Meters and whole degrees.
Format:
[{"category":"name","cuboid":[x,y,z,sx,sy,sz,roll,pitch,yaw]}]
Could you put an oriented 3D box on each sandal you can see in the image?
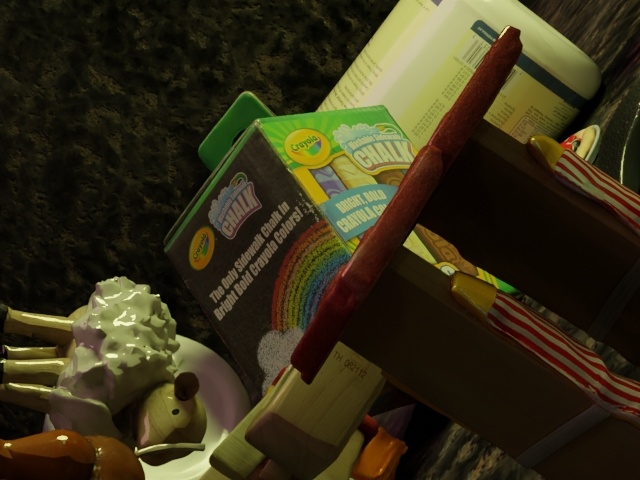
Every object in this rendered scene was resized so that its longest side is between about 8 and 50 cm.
[{"category":"sandal","cuboid":[0.246,-0.055,1.206,0.067,0.040,0.179,124,166,-57]}]

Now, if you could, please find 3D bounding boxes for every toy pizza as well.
[{"category":"toy pizza","cuboid":[0.203,-0.038,1.509,0.201,0.032,0.201,-52,4,6]}]

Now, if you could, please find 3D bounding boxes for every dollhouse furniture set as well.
[{"category":"dollhouse furniture set","cuboid":[0.082,0.084,0.782,0.152,0.201,0.374,-55,-2,-27]}]

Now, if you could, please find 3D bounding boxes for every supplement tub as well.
[{"category":"supplement tub","cuboid":[-0.182,0.242,1.494,0.193,0.193,0.316,-56,-9,-38]},{"category":"supplement tub","cuboid":[0.126,-0.125,1.695,0.325,0.235,0.235,-52,4,13]}]

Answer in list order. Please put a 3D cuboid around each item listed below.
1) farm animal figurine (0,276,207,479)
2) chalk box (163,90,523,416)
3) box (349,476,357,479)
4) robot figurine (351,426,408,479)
[{"category":"farm animal figurine","cuboid":[-0.093,0.221,0.749,0.327,0.172,0.330,-114,33,-67]},{"category":"chalk box","cuboid":[0.000,0.000,1.356,0.179,0.289,0.180,-11,-30,-48]},{"category":"box","cuboid":[-0.115,0.355,0.980,0.395,0.097,0.318,-55,-5,-33]},{"category":"robot figurine","cuboid":[-0.037,0.258,1.313,0.211,0.085,0.291,-55,4,-37]}]
